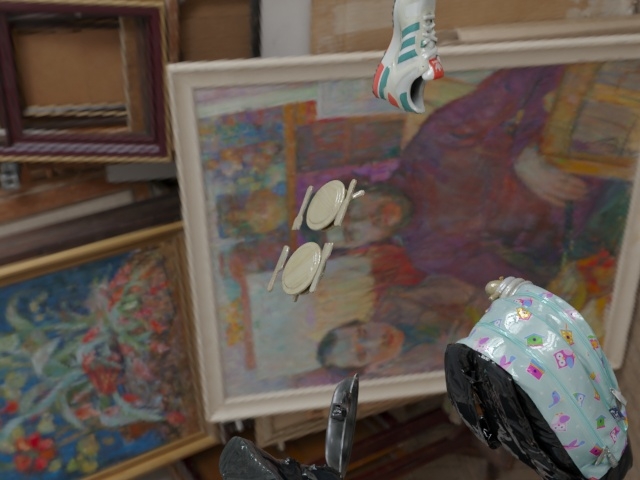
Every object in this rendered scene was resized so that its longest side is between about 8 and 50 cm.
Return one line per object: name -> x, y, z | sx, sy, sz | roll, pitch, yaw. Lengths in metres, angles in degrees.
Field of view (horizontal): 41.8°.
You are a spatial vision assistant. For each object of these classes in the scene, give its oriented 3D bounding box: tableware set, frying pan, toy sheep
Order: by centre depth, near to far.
tableware set -> 0.000, 0.000, 1.278 | 0.128, 0.039, 0.194 | -3, 61, 54
toy sheep -> 0.336, 0.108, 1.412 | 0.132, 0.091, 0.091 | 35, 138, 29
frying pan -> 0.034, 0.343, 1.506 | 0.326, 0.053, 0.197 | 15, -98, -80

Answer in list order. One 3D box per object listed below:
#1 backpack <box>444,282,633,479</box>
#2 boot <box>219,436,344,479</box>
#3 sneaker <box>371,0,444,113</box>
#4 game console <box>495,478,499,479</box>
backpack -> 0.192, 0.130, 0.743 | 0.152, 0.115, 0.182 | 18, 147, 54
boot -> -0.027, 0.400, 1.263 | 0.094, 0.207, 0.246 | -59, 30, 5
sneaker -> 0.114, -0.216, 0.927 | 0.075, 0.057, 0.161 | 39, 127, 31
game console -> 0.133, 0.292, 0.874 | 0.071, 0.107, 0.122 | 35, 156, 32
